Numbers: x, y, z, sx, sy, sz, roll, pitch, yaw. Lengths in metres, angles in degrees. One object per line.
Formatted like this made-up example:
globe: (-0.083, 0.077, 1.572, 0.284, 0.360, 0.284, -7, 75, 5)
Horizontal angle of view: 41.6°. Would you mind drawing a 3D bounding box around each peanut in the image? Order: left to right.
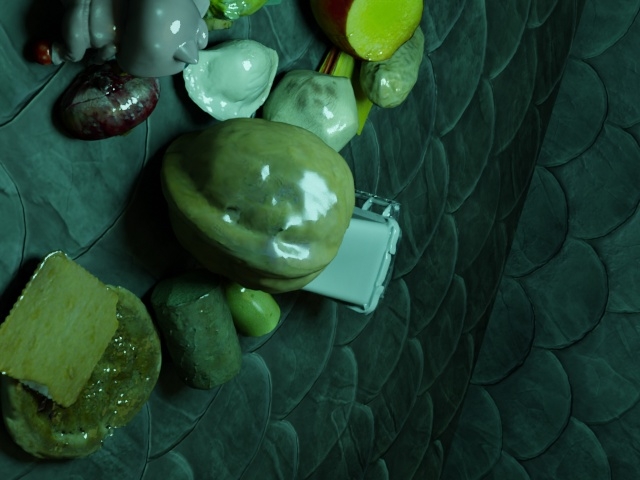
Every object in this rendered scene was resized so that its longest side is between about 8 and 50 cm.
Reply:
peanut: (0.176, -0.439, 2.068, 0.313, 0.152, 0.152, -77, 160, -46)

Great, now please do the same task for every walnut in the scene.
walnut: (-0.124, -0.068, 1.693, 0.384, 0.384, 0.383, -31, 130, -44)

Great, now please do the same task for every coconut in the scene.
coconut: (-0.016, -0.287, 1.891, 0.224, 0.224, 0.224, -31, 130, -44)

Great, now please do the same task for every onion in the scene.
onion: (-0.358, -0.241, 1.512, 0.206, 0.098, 0.151, -49, 140, -29)

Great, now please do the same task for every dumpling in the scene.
dumpling: (-0.169, -0.325, 1.711, 0.216, 0.126, 0.166, -35, 128, -63)

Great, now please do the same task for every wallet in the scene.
wallet: (0.062, -0.376, 2.085, 0.141, 0.067, 0.241, -67, 151, -13)

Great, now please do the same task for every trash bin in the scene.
trash bin: (0.000, 0.000, 2.043, 0.368, 0.256, 0.295, 13, 98, -48)

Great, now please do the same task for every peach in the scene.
peach: (0.110, -0.545, 1.898, 0.274, 0.249, 0.245, 53, 24, -46)

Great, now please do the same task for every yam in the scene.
yam: (-0.264, 0.184, 1.815, 0.161, 0.161, 0.268, -44, 139, -34)

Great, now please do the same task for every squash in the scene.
squash: (-0.181, 0.133, 1.955, 0.123, 0.123, 0.186, -55, 139, -22)

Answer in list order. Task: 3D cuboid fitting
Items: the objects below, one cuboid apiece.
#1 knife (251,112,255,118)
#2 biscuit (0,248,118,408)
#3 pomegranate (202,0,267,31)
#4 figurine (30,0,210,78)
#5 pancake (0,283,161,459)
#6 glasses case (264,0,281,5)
knife: (-0.189, -0.287, 1.801, 0.166, 0.023, 0.078, 5, 97, -57)
biscuit: (-0.472, 0.163, 1.533, 0.232, 0.013, 0.236, 49, 61, -46)
pomegranate: (-0.193, -0.496, 1.509, 0.260, 0.260, 0.340, -45, 170, -33)
figurine: (-0.330, -0.357, 1.396, 0.186, 0.288, 0.176, 121, -31, -70)
pancake: (-0.457, 0.261, 1.658, 0.382, 0.071, 0.382, -28, 127, -45)
glasses case: (-0.149, -0.518, 1.719, 0.184, 0.039, 0.077, -23, 125, -48)
